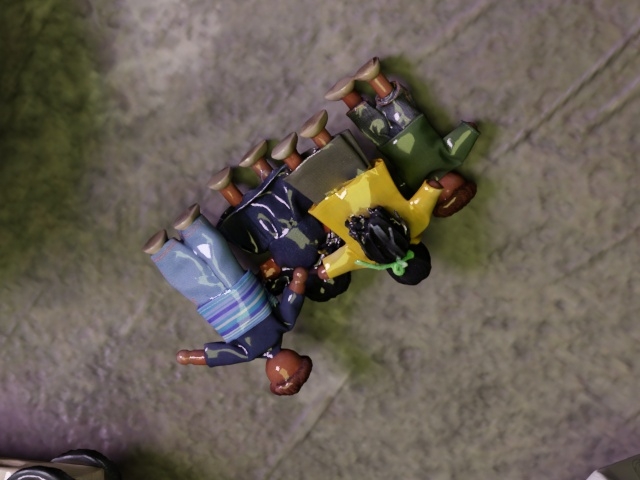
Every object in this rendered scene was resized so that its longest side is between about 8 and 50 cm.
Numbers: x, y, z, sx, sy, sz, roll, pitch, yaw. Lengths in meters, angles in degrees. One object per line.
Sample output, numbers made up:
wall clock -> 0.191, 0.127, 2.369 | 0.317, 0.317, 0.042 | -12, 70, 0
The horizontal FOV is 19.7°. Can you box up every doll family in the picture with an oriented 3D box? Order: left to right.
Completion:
doll family -> 0.000, 0.000, 0.963 | 0.193, 0.076, 0.111 | -34, 106, 22

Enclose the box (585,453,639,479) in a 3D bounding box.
box -> 0.133, 0.271, 0.987 | 0.169, 0.087, 0.290 | 45, 113, 21

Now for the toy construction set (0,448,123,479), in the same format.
toy construction set -> -0.195, 0.218, 1.019 | 0.328, 0.151, 0.215 | 2, 94, 2
